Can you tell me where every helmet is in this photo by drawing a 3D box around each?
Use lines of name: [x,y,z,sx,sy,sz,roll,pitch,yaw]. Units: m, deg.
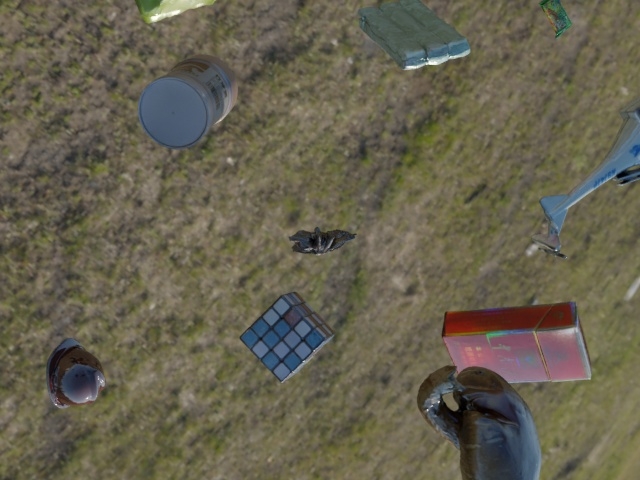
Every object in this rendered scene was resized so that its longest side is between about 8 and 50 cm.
helmet: [-0.339,0.196,1.170,0.089,0.057,0.111,-58,153,-42]

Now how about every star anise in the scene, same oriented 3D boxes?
star anise: [-0.011,0.001,1.590,0.129,0.124,0.056,1,78,-40]

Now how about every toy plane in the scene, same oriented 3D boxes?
toy plane: [0.335,-0.101,0.903,0.273,0.107,0.182,-31,-166,11]

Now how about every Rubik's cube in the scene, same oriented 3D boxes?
Rubik's cube: [-0.047,0.140,1.206,0.092,0.092,0.092,-46,172,8]

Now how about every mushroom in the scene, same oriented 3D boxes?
mushroom: [0.145,0.169,0.725,0.080,0.135,0.170,-25,122,18]

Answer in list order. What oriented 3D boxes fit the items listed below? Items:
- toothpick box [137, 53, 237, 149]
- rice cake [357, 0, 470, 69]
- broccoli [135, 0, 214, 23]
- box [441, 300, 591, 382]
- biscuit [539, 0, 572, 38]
toothpick box: [-0.178,-0.192,1.123,0.149,0.099,0.098,-69,179,-64]
rice cake: [0.148,-0.337,1.338,0.124,0.211,0.038,-15,128,-6]
broccoli: [-0.241,-0.459,0.860,0.353,0.275,0.396,13,86,-18]
box: [0.260,0.140,1.089,0.048,0.175,0.112,-73,145,-43]
biscuit: [0.484,-0.463,1.684,0.046,0.016,0.089,-38,115,0]
